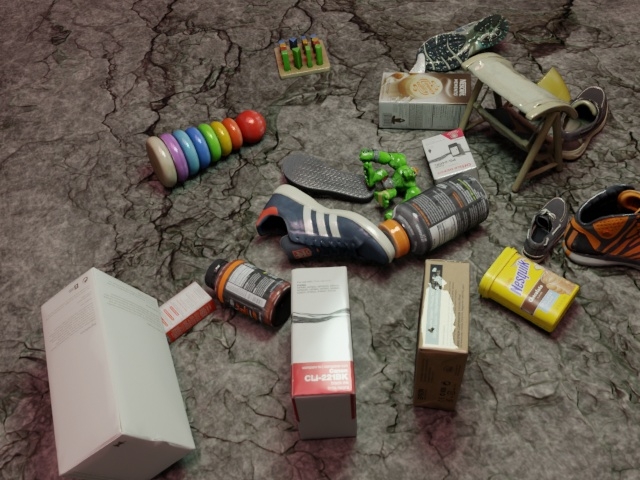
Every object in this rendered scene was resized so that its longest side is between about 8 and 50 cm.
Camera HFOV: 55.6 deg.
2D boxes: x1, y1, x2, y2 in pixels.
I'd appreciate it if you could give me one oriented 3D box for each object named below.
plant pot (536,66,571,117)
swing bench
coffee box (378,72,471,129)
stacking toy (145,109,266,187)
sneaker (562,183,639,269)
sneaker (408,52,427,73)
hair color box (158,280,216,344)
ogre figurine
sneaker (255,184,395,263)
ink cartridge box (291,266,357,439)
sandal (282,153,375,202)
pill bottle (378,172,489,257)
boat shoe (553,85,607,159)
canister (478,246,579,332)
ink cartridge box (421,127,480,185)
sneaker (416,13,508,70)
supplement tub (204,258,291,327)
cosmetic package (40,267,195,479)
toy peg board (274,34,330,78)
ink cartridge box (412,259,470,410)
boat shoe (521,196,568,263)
[{"bbox_3d":[0.619,-0.387,1.648,0.095,0.134,0.134,40,62,4],"label":"plant pot"},{"bbox_3d":[0.480,-0.307,1.502,0.165,0.255,0.253,-25,53,-14],"label":"swing bench"},{"bbox_3d":[0.291,-0.390,1.692,0.246,0.098,0.141,3,52,9],"label":"coffee box"},{"bbox_3d":[-0.296,-0.264,1.655,0.330,0.141,0.141,-25,52,-22],"label":"stacking toy"},{"bbox_3d":[0.698,-0.025,1.293,0.320,0.180,0.125,-2,51,5],"label":"sneaker"},{"bbox_3d":[0.285,-0.494,1.798,0.061,0.054,0.152,-1,63,18],"label":"sneaker"},{"bbox_3d":[-0.311,0.162,1.347,0.141,0.043,0.072,-36,55,-22],"label":"hair color box"},{"bbox_3d":[0.180,-0.147,1.507,0.118,0.097,0.197,-18,58,-20],"label":"ogre figurine"},{"bbox_3d":[0.000,0.000,1.402,0.349,0.131,0.148,24,64,30],"label":"sneaker"},{"bbox_3d":[0.006,0.213,1.168,0.114,0.197,0.273,-4,51,1],"label":"ink cartridge box"},{"bbox_3d":[0.016,-0.147,1.565,0.254,0.054,0.097,21,63,11],"label":"sandal"},{"bbox_3d":[0.255,-0.051,1.399,0.245,0.131,0.130,-27,53,-16],"label":"pill bottle"},{"bbox_3d":[0.693,-0.329,1.599,0.102,0.092,0.285,26,58,25],"label":"boat shoe"},{"bbox_3d":[0.442,0.103,1.289,0.169,0.073,0.126,32,61,26],"label":"canister"},{"bbox_3d":[0.330,-0.202,1.546,0.109,0.063,0.151,-16,50,9],"label":"ink cartridge box"},{"bbox_3d":[0.430,-0.600,1.866,0.282,0.110,0.122,-19,15,7],"label":"sneaker"},{"bbox_3d":[-0.158,0.108,1.335,0.197,0.106,0.106,23,57,24],"label":"supplement tub"},{"bbox_3d":[-0.391,0.256,1.156,0.155,0.197,0.366,-34,51,11],"label":"cosmetic package"},{"bbox_3d":[-0.062,-0.602,1.922,0.161,0.079,0.161,-10,51,-2],"label":"toy peg board"},{"bbox_3d":[0.226,0.181,1.144,0.088,0.235,0.193,4,51,9],"label":"ink cartridge box"},{"bbox_3d":[0.525,-0.037,1.398,0.075,0.065,0.206,24,57,24],"label":"boat shoe"}]
